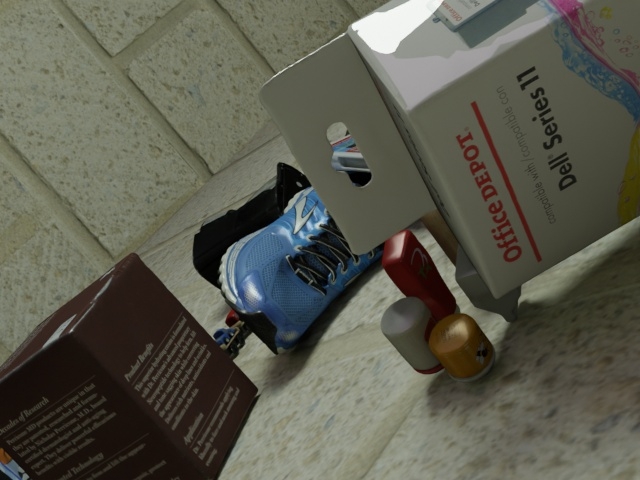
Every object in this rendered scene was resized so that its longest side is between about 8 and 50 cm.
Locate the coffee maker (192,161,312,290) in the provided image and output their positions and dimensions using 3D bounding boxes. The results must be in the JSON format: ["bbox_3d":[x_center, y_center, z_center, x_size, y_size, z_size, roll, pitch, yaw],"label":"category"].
[{"bbox_3d":[-0.093,-0.002,1.594,0.178,0.120,0.171,-34,14,30],"label":"coffee maker"}]

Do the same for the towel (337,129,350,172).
[{"bbox_3d":[0.140,-0.268,1.719,0.271,0.040,0.370,-46,-12,-25],"label":"towel"}]

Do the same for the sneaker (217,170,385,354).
[{"bbox_3d":[0.000,0.000,1.275,0.147,0.130,0.330,-35,12,35],"label":"sneaker"}]

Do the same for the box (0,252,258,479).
[{"bbox_3d":[-0.204,0.160,1.137,0.167,0.203,0.168,-35,12,27],"label":"box"}]

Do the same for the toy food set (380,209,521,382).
[{"bbox_3d":[0.122,0.036,0.919,0.111,0.104,0.232,-18,39,28],"label":"toy food set"}]

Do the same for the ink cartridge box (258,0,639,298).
[{"bbox_3d":[0.159,-0.100,0.778,0.353,0.207,0.119,-31,44,3],"label":"ink cartridge box"}]

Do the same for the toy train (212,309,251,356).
[{"bbox_3d":[-0.103,0.102,1.440,0.027,0.036,0.158,-34,14,30],"label":"toy train"}]

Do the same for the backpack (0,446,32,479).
[{"bbox_3d":[-0.493,0.311,1.392,0.263,0.276,0.213,-40,5,36],"label":"backpack"}]

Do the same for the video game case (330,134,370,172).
[{"bbox_3d":[0.136,-0.128,1.323,0.204,0.025,0.285,-26,16,-21],"label":"video game case"}]
